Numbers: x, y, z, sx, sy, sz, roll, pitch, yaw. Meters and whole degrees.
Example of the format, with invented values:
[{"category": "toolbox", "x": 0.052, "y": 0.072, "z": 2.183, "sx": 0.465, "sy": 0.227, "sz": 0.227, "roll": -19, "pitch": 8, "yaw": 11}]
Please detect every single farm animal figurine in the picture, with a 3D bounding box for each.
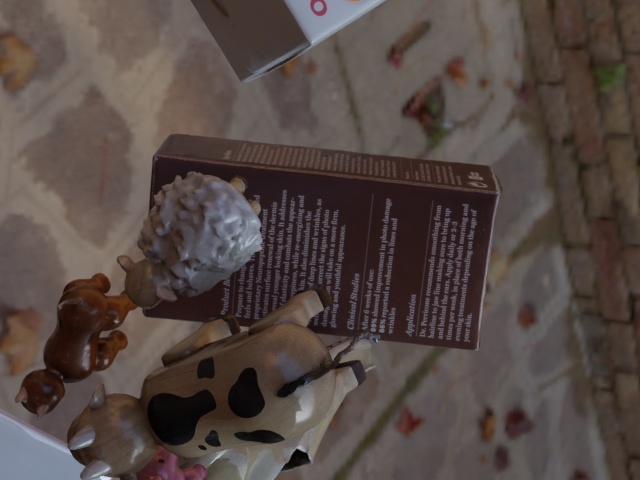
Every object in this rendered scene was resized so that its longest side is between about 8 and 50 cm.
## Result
[{"category": "farm animal figurine", "x": -0.100, "y": 0.155, "z": 1.111, "sx": 0.330, "sy": 0.327, "sz": 0.172, "roll": 52, "pitch": 33, "yaw": 1}]

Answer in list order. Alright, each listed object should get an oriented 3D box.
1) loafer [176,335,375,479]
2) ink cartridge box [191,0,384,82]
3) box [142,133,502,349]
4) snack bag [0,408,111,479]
[{"category": "loafer", "x": -0.034, "y": 0.189, "z": 1.454, "sx": 0.268, "sy": 0.102, "sz": 0.092, "roll": -34, "pitch": 93, "yaw": -37}, {"category": "ink cartridge box", "x": 0.002, "y": -0.207, "z": 0.913, "sx": 0.176, "sy": 0.127, "sz": 0.128, "roll": -36, "pitch": 99, "yaw": -21}, {"category": "box", "x": 0.000, "y": 0.000, "z": 1.589, "sx": 0.143, "sy": 0.381, "sz": 0.191, "roll": -86, "pitch": -178, "yaw": -74}, {"category": "snack bag", "x": -0.431, "y": 0.265, "z": 1.390, "sx": 0.342, "sy": 0.037, "sz": 0.323, "roll": 36, "pitch": 104, "yaw": -31}]
